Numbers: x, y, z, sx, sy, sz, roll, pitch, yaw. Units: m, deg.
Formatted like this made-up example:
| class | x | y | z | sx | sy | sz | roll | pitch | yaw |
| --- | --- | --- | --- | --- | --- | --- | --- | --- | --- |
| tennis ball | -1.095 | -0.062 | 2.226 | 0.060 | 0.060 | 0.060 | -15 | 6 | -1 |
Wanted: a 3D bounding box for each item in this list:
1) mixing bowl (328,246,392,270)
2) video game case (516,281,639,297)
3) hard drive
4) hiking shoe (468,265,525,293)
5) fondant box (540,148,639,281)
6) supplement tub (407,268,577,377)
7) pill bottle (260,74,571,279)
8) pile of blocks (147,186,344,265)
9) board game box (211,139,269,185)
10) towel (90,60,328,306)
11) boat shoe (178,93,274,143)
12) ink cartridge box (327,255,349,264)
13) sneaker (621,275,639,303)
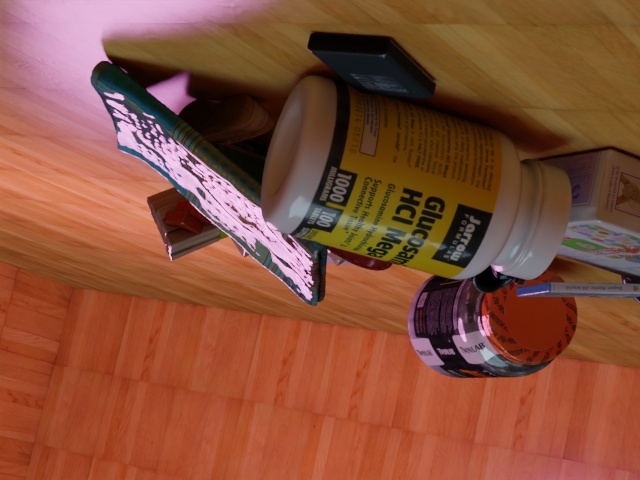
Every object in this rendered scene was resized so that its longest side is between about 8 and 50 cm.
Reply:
| class | x | y | z | sx | sy | sz | roll | pitch | yaw |
| --- | --- | --- | --- | --- | --- | --- | --- | --- | --- |
| mixing bowl | 0.052 | -0.055 | 2.042 | 0.181 | 0.098 | 0.181 | 29 | -155 | -15 |
| video game case | 0.365 | 0.068 | 2.031 | 0.166 | 0.015 | 0.119 | 1 | 174 | -14 |
| hard drive | 0.056 | -0.186 | 1.597 | 0.094 | 0.022 | 0.135 | 8 | 170 | 27 |
| hiking shoe | 0.230 | 0.011 | 2.186 | 0.113 | 0.132 | 0.304 | 15 | 170 | -10 |
| fondant box | 0.417 | -0.016 | 1.901 | 0.330 | 0.096 | 0.238 | 16 | 170 | -25 |
| supplement tub | 0.300 | 0.137 | 2.613 | 0.207 | 0.207 | 0.338 | 15 | 170 | -15 |
| pill bottle | 0.113 | -0.062 | 1.747 | 0.334 | 0.188 | 0.188 | 15 | 170 | -15 |
| pile of blocks | -0.082 | -0.050 | 2.280 | 0.362 | 0.149 | 0.112 | 2 | 161 | -7 |
| board game box | -0.041 | -0.077 | 2.113 | 0.260 | 0.030 | 0.136 | 19 | -149 | -34 |
| towel | -0.139 | -0.067 | 1.928 | 0.370 | 0.040 | 0.271 | 40 | 168 | 11 |
| boat shoe | -0.125 | -0.148 | 1.932 | 0.059 | 0.063 | 0.170 | 27 | 163 | -36 |
| ink cartridge box | 0.000 | 0.000 | 2.604 | 0.181 | 0.056 | 0.225 | 5 | 170 | -14 |
| sneaker | 0.575 | 0.087 | 2.285 | 0.283 | 0.107 | 0.124 | 15 | 176 | -13 |
